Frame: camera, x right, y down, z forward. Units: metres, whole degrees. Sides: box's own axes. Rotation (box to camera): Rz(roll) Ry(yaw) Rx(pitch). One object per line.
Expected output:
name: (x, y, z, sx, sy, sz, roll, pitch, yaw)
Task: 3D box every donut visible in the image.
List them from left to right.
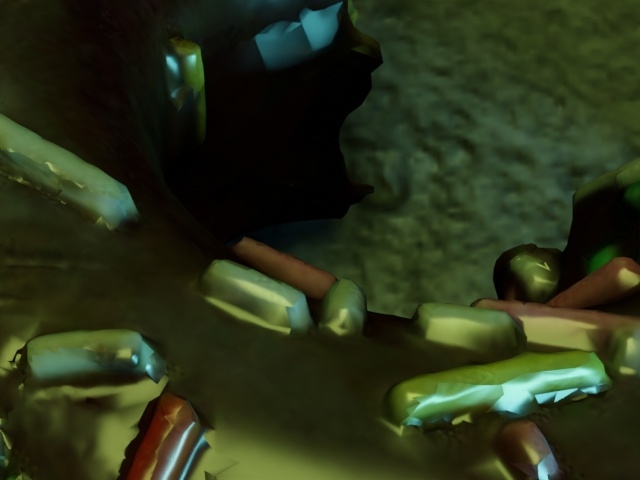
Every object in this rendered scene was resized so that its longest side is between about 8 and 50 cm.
donut: (-0.012, 0.012, 0.454, 0.345, 0.136, 0.259, 39, 48, 26)
